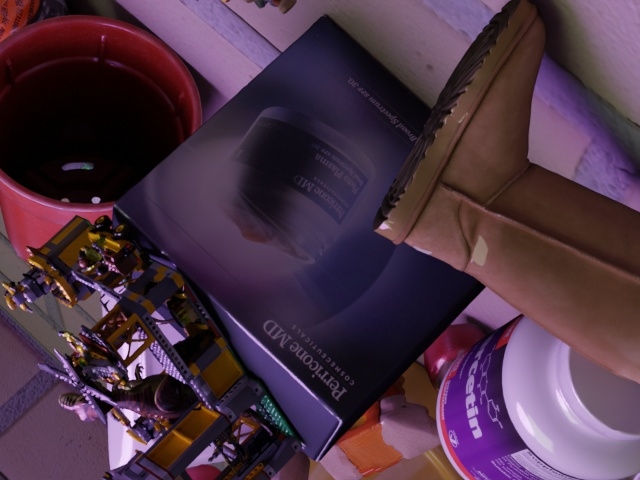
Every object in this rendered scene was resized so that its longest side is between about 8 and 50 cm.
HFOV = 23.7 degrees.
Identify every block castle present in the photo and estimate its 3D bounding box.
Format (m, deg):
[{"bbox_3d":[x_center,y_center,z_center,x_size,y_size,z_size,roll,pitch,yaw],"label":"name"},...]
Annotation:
[{"bbox_3d":[0.061,0.317,1.802,0.303,0.453,0.213,54,-163,-19],"label":"block castle"}]

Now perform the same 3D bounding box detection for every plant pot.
[{"bbox_3d":[-0.294,-0.090,1.888,0.272,0.272,0.265,41,152,13],"label":"plant pot"},{"bbox_3d":[0.076,0.313,2.034,0.254,0.239,0.254,40,161,17],"label":"plant pot"}]

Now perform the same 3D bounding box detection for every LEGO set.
[{"bbox_3d":[-0.190,0.154,1.441,0.255,0.192,0.331,26,153,43],"label":"LEGO set"}]

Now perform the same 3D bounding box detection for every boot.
[{"bbox_3d":[0.209,-0.039,1.251,0.269,0.236,0.089,27,-162,-9],"label":"boot"}]

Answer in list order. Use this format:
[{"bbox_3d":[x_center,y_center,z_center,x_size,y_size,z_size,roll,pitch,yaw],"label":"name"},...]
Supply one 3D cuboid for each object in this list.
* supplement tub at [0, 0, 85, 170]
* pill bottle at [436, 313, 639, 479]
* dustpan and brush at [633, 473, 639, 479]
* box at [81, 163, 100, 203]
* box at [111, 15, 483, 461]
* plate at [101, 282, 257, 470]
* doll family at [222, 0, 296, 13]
[{"bbox_3d":[-0.416,-0.230,2.011,0.207,0.207,0.338,38,158,22],"label":"supplement tub"},{"bbox_3d":[0.236,0.149,1.467,0.181,0.181,0.323,45,160,2],"label":"pill bottle"},{"bbox_3d":[0.401,0.266,1.571,0.147,0.060,0.211,39,166,16],"label":"dustpan and brush"},{"bbox_3d":[-0.255,-0.055,2.253,0.232,0.058,0.322,54,158,-23],"label":"box"},{"bbox_3d":[0.000,0.000,1.487,0.296,0.294,0.183,42,160,8],"label":"box"},{"bbox_3d":[-0.140,0.158,1.957,0.045,0.277,0.278,9,102,60],"label":"plate"},{"bbox_3d":[-0.103,-0.289,1.468,0.111,0.076,0.193,32,152,45],"label":"doll family"}]
